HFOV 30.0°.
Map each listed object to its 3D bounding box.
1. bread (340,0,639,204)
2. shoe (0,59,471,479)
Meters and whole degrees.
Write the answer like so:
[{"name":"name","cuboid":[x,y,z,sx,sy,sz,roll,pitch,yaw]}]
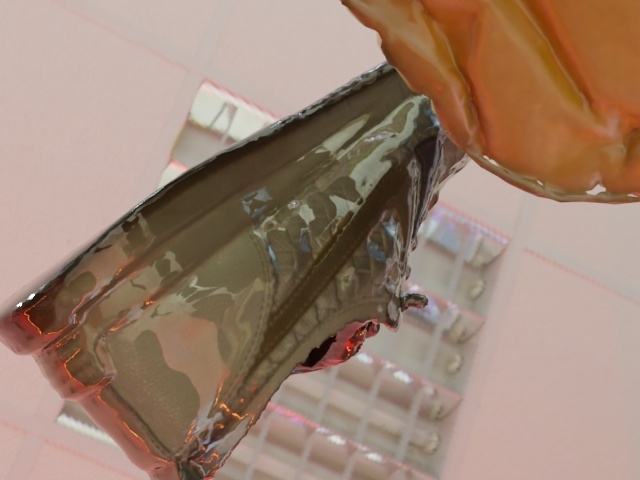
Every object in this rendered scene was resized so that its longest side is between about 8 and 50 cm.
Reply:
[{"name":"bread","cuboid":[0.119,-0.121,0.311,0.179,0.250,0.133,57,-149,-5]},{"name":"shoe","cuboid":[0.000,0.000,0.472,0.275,0.103,0.098,-35,-83,-42]}]
